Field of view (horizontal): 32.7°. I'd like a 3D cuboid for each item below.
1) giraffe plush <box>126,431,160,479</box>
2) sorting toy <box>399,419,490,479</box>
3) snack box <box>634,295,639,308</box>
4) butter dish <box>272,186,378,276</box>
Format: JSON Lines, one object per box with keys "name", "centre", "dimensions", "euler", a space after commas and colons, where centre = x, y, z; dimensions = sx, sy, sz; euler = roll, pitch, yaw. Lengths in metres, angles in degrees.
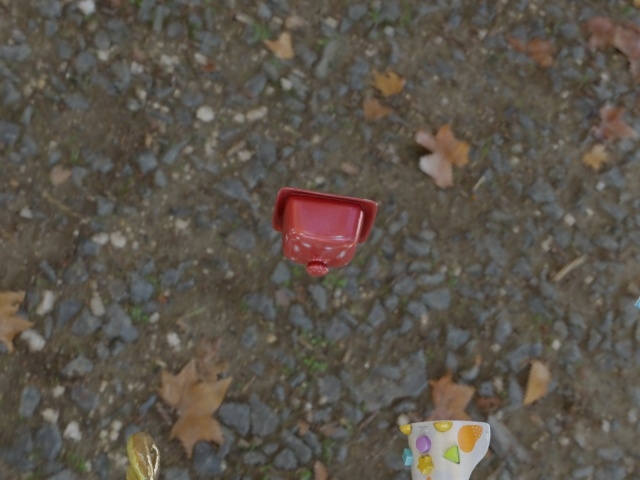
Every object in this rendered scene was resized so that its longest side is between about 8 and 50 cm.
{"name": "giraffe plush", "centre": [-0.071, 0.197, 0.583], "dimensions": [0.210, 0.170, 0.181], "euler": [29, 92, -13]}
{"name": "sorting toy", "centre": [0.100, 0.194, 0.929], "dimensions": [0.045, 0.083, 0.075], "euler": [16, 67, -39]}
{"name": "snack box", "centre": [0.634, 0.103, 1.540], "dimensions": [0.322, 0.187, 0.060], "euler": [36, 15, 28]}
{"name": "butter dish", "centre": [0.000, 0.000, 1.715], "dimensions": [0.160, 0.160, 0.118], "euler": [9, 65, -3]}
